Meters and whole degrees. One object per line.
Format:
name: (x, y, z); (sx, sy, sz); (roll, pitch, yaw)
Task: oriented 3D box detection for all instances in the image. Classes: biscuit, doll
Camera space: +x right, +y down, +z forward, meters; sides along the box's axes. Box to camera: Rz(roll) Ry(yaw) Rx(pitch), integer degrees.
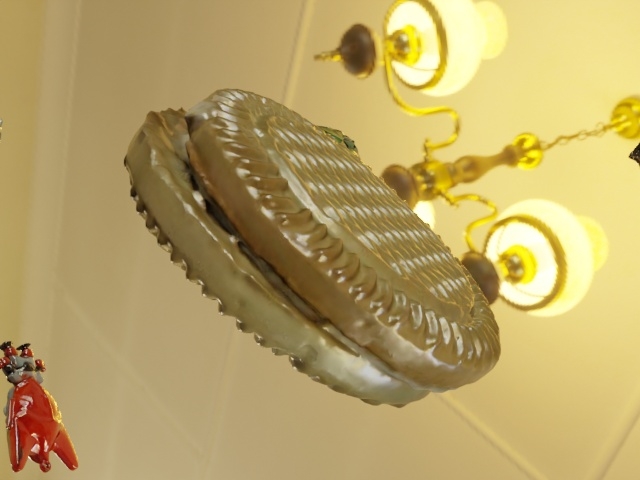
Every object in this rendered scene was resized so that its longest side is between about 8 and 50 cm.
biscuit: (0.000, 0.000, 0.564); (0.079, 0.259, 0.259); (-47, -114, 17)
doll: (-0.354, 0.203, 1.118); (0.057, 0.109, 0.169); (-24, -111, 19)

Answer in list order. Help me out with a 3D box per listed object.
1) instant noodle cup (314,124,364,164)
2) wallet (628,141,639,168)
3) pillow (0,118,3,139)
instant noodle cup: (0.007, -0.028, 1.336); (0.178, 0.240, 0.240); (48, -45, 42)
wallet: (0.544, -0.059, 1.093); (0.317, 0.044, 0.169); (46, -58, 19)
pillow: (-0.401, -0.122, 0.877); (0.181, 0.134, 0.077); (7, -102, 42)
